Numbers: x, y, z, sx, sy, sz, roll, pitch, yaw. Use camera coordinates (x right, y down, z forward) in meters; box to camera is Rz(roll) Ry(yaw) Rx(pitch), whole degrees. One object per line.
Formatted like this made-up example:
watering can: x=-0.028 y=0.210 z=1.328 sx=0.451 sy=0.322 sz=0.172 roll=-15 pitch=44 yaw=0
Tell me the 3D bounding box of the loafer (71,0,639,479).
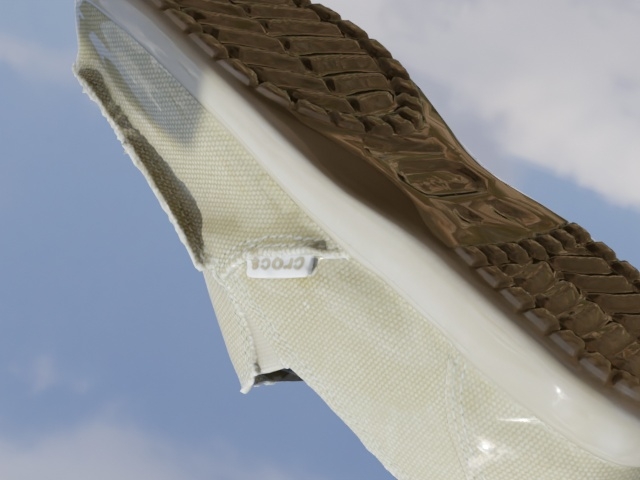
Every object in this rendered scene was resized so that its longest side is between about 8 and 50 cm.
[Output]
loafer: x=0.000 y=0.000 z=0.599 sx=0.102 sy=0.092 sz=0.268 roll=2 pitch=-147 yaw=-46
